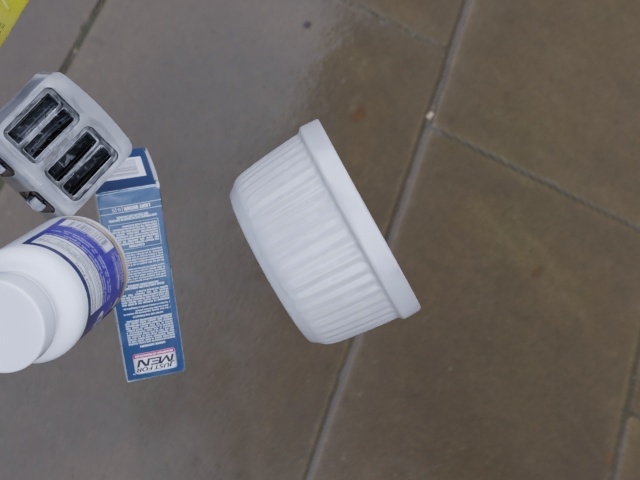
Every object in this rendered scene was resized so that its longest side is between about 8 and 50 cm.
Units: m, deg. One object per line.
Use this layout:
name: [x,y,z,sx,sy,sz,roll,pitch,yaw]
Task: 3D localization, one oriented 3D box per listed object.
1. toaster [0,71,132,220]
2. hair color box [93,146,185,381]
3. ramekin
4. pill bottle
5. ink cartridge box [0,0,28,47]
toaster: [-0.375,-0.138,1.503,0.186,0.110,0.168,-49,115,-13]
hair color box: [-0.305,0.039,1.759,0.105,0.347,0.174,-9,28,-12]
ramekin: [0.000,0.000,1.004,0.109,0.207,0.207,-29,77,3]
pill bottle: [-0.258,0.050,0.976,0.112,0.112,0.187,35,17,-1]
ink cartridge box: [-0.574,-0.403,1.595,0.072,0.303,0.307,26,87,29]
